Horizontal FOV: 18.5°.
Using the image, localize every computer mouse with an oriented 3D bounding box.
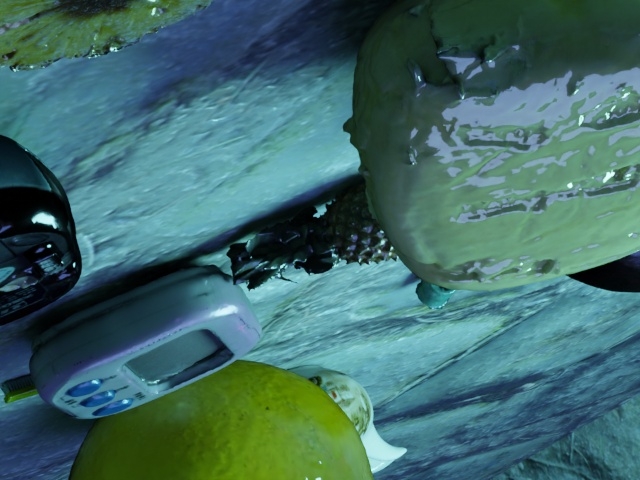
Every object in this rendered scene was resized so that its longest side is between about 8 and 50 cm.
[{"bbox_3d":[-0.223,-0.006,1.212,0.137,0.096,0.233,-17,169,-5],"label":"computer mouse"}]

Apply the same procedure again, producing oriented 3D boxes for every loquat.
[{"bbox_3d":[-0.113,0.270,1.981,0.328,0.328,0.359,-17,-152,-25],"label":"loquat"}]

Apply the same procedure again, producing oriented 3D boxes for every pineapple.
[{"bbox_3d":[-0.112,-0.141,1.003,0.221,0.047,0.221,-21,166,-6],"label":"pineapple"},{"bbox_3d":[0.000,0.000,1.633,0.159,0.074,0.074,-17,166,5],"label":"pineapple"}]

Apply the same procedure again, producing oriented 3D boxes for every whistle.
[{"bbox_3d":[0.137,0.022,1.963,0.039,0.039,0.186,-18,164,-20],"label":"whistle"}]

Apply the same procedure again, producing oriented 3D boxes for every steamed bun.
[{"bbox_3d":[0.129,-0.096,1.296,0.232,0.166,0.273,-16,143,2],"label":"steamed bun"}]

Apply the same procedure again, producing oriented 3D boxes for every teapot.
[{"bbox_3d":[-0.043,0.232,2.232,0.298,0.139,0.204,-15,166,-30],"label":"teapot"}]

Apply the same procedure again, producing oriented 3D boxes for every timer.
[{"bbox_3d":[-0.151,0.088,1.699,0.191,0.069,0.208,-24,164,0],"label":"timer"}]

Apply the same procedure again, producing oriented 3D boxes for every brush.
[{"bbox_3d":[-0.248,0.129,1.785,0.083,0.021,0.019,-10,159,-25],"label":"brush"}]

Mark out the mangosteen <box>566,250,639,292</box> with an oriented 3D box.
[{"bbox_3d":[0.242,-0.084,1.489,0.211,0.211,0.250,-17,138,-24],"label":"mangosteen"}]
